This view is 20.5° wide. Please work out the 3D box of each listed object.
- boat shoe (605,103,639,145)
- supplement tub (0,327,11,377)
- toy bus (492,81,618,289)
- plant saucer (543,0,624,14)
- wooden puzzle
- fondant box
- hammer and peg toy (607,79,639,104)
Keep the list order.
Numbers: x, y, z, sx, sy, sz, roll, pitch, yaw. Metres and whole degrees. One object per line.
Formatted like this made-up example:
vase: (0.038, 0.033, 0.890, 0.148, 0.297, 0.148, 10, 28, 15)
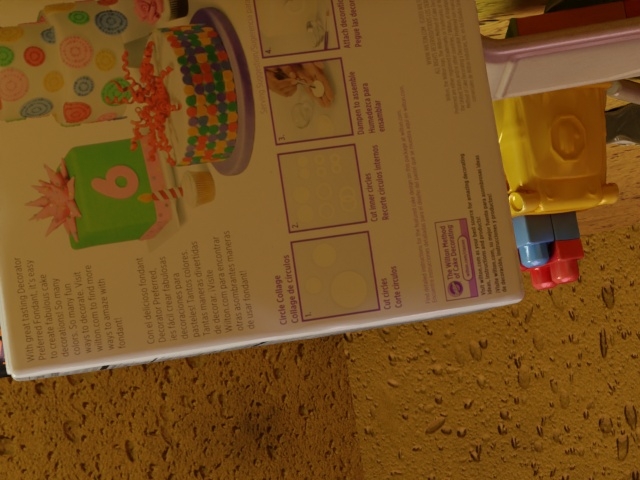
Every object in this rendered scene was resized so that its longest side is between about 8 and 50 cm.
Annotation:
boat shoe: (0.362, -0.133, 2.016, 0.045, 0.050, 0.135, -9, -174, -39)
supplement tub: (-0.406, 0.068, 2.055, 0.316, 0.194, 0.193, -7, 174, -26)
toy bus: (0.168, -0.056, 1.619, 0.149, 0.211, 0.220, -8, 176, -31)
plant saucer: (0.273, -0.194, 1.251, 0.241, 0.037, 0.241, -9, 174, -1)
wooden puzzle: (0.216, -0.145, 1.292, 0.238, 0.044, 0.221, -5, 176, 2)
fondant box: (-0.053, -0.051, 1.149, 0.330, 0.238, 0.096, -8, 176, -11)
hammer and peg toy: (0.469, -0.129, 1.774, 0.266, 0.127, 0.361, -5, 173, -38)
